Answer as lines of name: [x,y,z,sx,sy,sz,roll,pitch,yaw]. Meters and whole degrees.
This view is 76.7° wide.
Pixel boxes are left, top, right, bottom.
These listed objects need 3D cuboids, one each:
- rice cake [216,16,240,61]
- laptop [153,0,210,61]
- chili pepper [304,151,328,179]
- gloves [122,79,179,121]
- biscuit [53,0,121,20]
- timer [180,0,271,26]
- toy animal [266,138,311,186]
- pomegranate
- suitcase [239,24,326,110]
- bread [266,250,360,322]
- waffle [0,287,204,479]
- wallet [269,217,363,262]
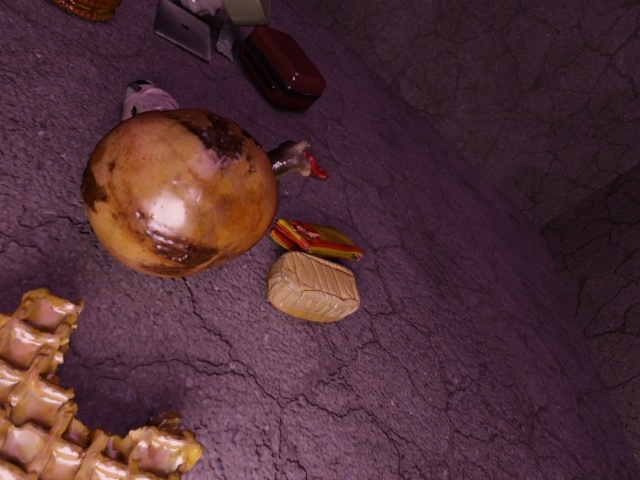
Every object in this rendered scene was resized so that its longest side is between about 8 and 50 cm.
rice cake: [-0.345,-0.769,1.533,0.081,0.051,0.291,63,17,-44]
laptop: [-0.462,-0.719,1.374,0.187,0.015,0.269,20,42,-34]
chili pepper: [-0.035,-0.255,1.341,0.191,0.050,0.059,31,19,-35]
gloves: [-0.377,-0.269,0.932,0.127,0.111,0.212,-8,55,-54]
biscuit: [-0.654,-0.681,1.077,0.220,0.066,0.221,29,37,-25]
timer: [-0.361,-0.904,1.455,0.291,0.314,0.291,-7,90,-83]
toy animal: [-0.131,-0.182,1.064,0.121,0.233,0.168,59,-6,-1]
pomegranate: [-0.237,-0.079,0.715,0.322,0.322,0.322,29,38,-25]
suitcase: [-0.141,-0.639,1.516,0.236,0.161,0.297,-17,69,-54]
bread: [-0.019,0.111,0.933,0.236,0.106,0.140,20,44,-35]
waffle: [-0.312,0.221,0.461,0.324,0.151,0.261,45,38,2]
wallet: [0.000,0.000,1.064,0.241,0.067,0.141,6,25,-47]
